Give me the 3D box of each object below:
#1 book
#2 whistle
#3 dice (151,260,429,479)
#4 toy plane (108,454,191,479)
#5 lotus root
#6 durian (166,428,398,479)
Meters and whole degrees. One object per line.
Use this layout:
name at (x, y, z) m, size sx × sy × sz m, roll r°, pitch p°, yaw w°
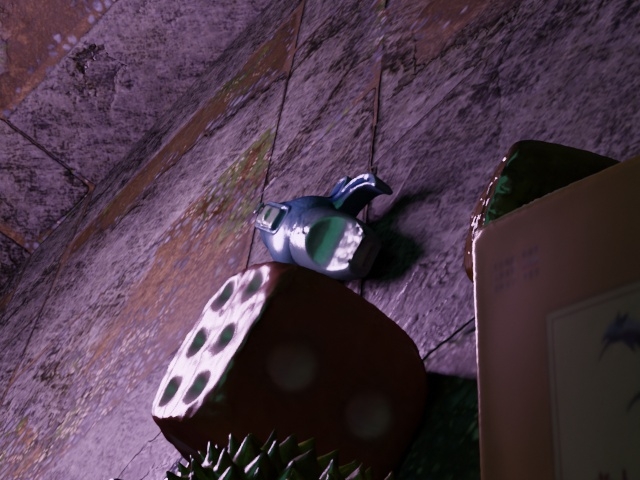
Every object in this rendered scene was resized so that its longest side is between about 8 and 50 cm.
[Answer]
book at (0.166, 0.142, 0.670) m, size 0.269 × 0.032 × 0.389 m, roll -24°, pitch 60°, yaw 54°
whistle at (0.000, 0.000, 1.556) m, size 0.180 × 0.093 × 0.269 m, roll -59°, pitch 24°, yaw -4°
dice at (-0.027, 0.130, 1.201) m, size 0.175 × 0.179 × 0.174 m, roll -55°, pitch 18°, yaw -21°
toy plane at (-0.218, 0.321, 1.409) m, size 0.316 × 0.103 × 0.204 m, roll -35°, pitch 25°, yaw 41°
lotus root at (0.177, 0.007, 1.061) m, size 0.159 × 0.135 × 0.095 m, roll -56°, pitch 14°, yaw 34°
durian at (-0.019, 0.250, 0.885) m, size 0.291 × 0.224 × 0.291 m, roll 176°, pitch 90°, yaw -77°
